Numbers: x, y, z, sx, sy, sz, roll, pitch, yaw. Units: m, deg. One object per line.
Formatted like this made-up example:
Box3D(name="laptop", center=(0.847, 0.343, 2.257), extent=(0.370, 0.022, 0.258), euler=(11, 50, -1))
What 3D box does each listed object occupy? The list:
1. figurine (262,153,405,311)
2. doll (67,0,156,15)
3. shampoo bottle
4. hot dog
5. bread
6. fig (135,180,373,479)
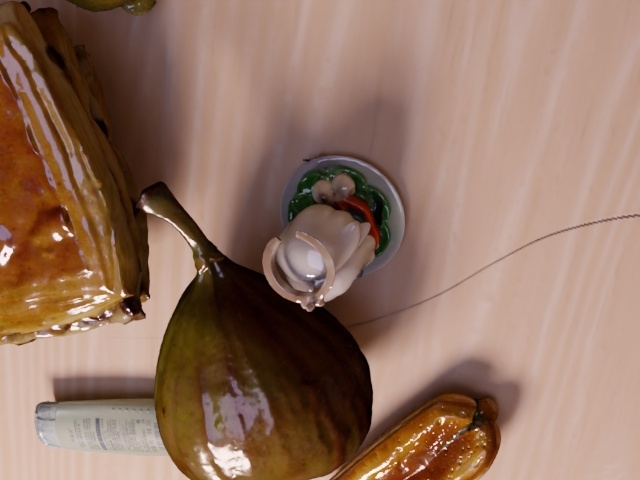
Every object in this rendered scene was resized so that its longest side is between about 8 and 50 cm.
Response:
Box3D(name="figurine", center=(0.000, 0.000, 0.835), extent=(0.132, 0.153, 0.132), euler=(7, 114, 16))
Box3D(name="doll", center=(-0.205, -0.313, 0.819), extent=(0.137, 0.097, 0.209), euler=(3, 100, -16))
Box3D(name="shampoo bottle", center=(-0.234, 0.217, 1.069), extent=(0.213, 0.049, 0.072), euler=(0, 116, 18))
Box3D(name="hot dog", center=(0.091, 0.248, 0.963), extent=(0.100, 0.068, 0.249), euler=(49, 116, 5))
Box3D(name="bread", center=(-0.302, -0.062, 0.902), extent=(0.278, 0.167, 0.324), euler=(-11, 111, 23))
Box3D(name="fig", center=(-0.085, 0.087, 0.847), extent=(0.217, 0.217, 0.320), euler=(-10, 122, 22))
